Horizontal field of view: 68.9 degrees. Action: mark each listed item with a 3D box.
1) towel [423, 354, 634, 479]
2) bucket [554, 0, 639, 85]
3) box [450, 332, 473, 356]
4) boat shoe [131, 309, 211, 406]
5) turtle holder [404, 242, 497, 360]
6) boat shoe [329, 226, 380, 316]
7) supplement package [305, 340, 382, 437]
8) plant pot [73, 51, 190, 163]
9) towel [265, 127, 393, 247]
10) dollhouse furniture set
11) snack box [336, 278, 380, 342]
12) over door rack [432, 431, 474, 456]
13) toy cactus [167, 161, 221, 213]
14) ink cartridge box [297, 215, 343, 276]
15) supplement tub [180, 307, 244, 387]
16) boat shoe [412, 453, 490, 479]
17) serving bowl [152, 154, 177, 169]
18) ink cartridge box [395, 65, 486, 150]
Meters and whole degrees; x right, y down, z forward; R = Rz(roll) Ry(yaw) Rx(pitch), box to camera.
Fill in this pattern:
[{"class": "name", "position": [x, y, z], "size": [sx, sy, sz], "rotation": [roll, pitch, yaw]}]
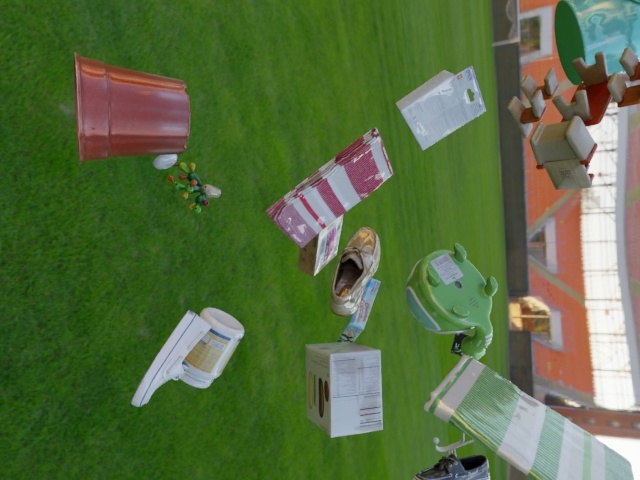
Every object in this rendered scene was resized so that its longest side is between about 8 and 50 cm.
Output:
[{"class": "towel", "position": [0.348, 0.325, 0.775], "size": [0.247, 0.324, 0.038], "rotation": [-8, 126, -59]}, {"class": "bucket", "position": [0.780, -0.579, 1.290], "size": [0.281, 0.182, 0.282], "rotation": [-15, 90, -75]}, {"class": "box", "position": [0.535, 0.392, 1.762], "size": [0.052, 0.062, 0.084], "rotation": [22, 83, -62]}, {"class": "boat shoe", "position": [-0.363, 0.301, 1.145], "size": [0.258, 0.084, 0.095], "rotation": [-57, -171, -5]}, {"class": "turtle holder", "position": [0.411, 0.190, 1.462], "size": [0.243, 0.320, 0.227], "rotation": [-57, -179, -38]}, {"class": "boat shoe", "position": [0.115, 0.075, 1.483], "size": [0.110, 0.121, 0.341], "rotation": [83, 22, -50]}, {"class": "supplement package", "position": [0.057, 0.389, 1.258], "size": [0.194, 0.149, 0.203], "rotation": [166, -77, -68]}, {"class": "plant pot", "position": [-0.497, -0.334, 1.234], "size": [0.264, 0.272, 0.273], "rotation": [-3, 90, -28]}, {"class": "towel", "position": [0.038, -0.118, 1.181], "size": [0.037, 0.329, 0.237], "rotation": [53, 2, 25]}, {"class": "dollhouse furniture set", "position": [0.519, -0.241, 0.930], "size": [0.135, 0.261, 0.259], "rotation": [47, 66, -28]}, {"class": "snack box", "position": [0.134, 0.273, 1.724], "size": [0.322, 0.060, 0.187], "rotation": [104, 8, -65]}, {"class": "over door rack", "position": [0.475, 0.609, 1.266], "size": [0.108, 0.323, 0.240], "rotation": [59, 19, -29]}, {"class": "toy cactus", "position": [-0.421, -0.186, 1.601], "size": [0.180, 0.112, 0.219], "rotation": [6, 40, -50]}, {"class": "ink cartridge box", "position": [0.000, 0.000, 1.902], "size": [0.193, 0.088, 0.235], "rotation": [-40, 147, -45]}, {"class": "supplement tub", "position": [-0.332, 0.317, 1.383], "size": [0.200, 0.144, 0.144], "rotation": [-59, 154, 2]}, {"class": "boat shoe", "position": [0.312, 0.540, 1.095], "size": [0.228, 0.080, 0.076], "rotation": [10, 83, -25]}, {"class": "serving bowl", "position": [-0.501, -0.254, 1.516], "size": [0.027, 0.083, 0.083], "rotation": [60, 24, 4]}, {"class": "ink cartridge box", "position": [0.358, -0.393, 1.375], "size": [0.223, 0.223, 0.045], "rotation": [38, 26, -54]}]
